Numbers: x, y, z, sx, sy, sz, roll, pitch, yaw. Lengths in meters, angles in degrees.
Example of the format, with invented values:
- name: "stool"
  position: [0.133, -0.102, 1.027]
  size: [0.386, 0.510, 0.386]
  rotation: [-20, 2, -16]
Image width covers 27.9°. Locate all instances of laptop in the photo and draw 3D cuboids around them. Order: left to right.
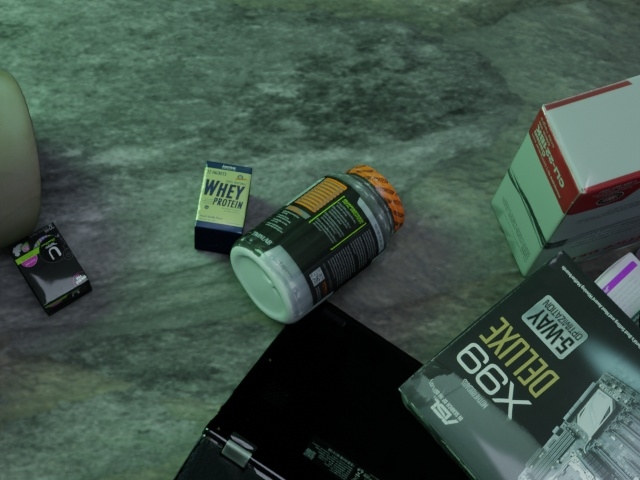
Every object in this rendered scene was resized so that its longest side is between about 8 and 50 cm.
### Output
- name: "laptop"
  position: [0.022, 0.342, 1.442]
  size: [0.382, 0.236, 0.408]
  rotation: [34, 43, 5]

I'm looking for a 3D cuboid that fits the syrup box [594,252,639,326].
- name: "syrup box"
  position: [0.401, 0.136, 1.507]
  size: [0.096, 0.093, 0.237]
  rotation: [-39, 79, -16]

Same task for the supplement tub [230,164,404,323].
- name: "supplement tub"
  position: [0.000, 0.000, 1.492]
  size: [0.190, 0.117, 0.117]
  rotation: [-36, 79, -24]

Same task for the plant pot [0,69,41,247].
- name: "plant pot"
  position: [-0.467, -0.078, 1.404]
  size: [0.280, 0.323, 0.323]
  rotation: [-11, 72, -27]

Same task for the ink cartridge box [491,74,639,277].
- name: "ink cartridge box"
  position: [0.328, -0.075, 1.477]
  size: [0.197, 0.273, 0.114]
  rotation: [-17, 71, -11]

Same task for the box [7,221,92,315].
- name: "box"
  position: [-0.312, 0.033, 1.489]
  size: [0.062, 0.052, 0.083]
  rotation: [-31, 78, -13]

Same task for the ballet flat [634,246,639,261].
- name: "ballet flat"
  position: [0.487, 0.046, 1.563]
  size: [0.221, 0.077, 0.079]
  rotation: [16, 52, 0]

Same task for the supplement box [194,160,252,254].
- name: "supplement box"
  position: [-0.115, -0.037, 1.516]
  size: [0.056, 0.083, 0.083]
  rotation: [9, 70, -3]

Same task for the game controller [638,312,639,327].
- name: "game controller"
  position: [0.495, 0.163, 1.423]
  size: [0.166, 0.067, 0.319]
  rotation: [-34, 79, -16]

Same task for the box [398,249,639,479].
- name: "box"
  position: [0.272, 0.200, 1.381]
  size: [0.242, 0.076, 0.307]
  rotation: [-38, 68, -7]
